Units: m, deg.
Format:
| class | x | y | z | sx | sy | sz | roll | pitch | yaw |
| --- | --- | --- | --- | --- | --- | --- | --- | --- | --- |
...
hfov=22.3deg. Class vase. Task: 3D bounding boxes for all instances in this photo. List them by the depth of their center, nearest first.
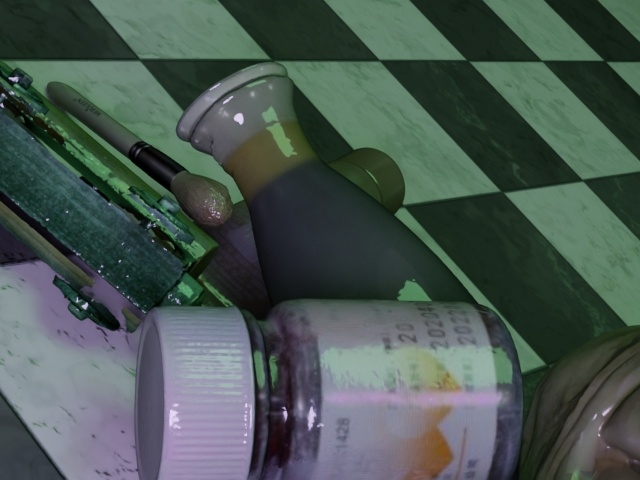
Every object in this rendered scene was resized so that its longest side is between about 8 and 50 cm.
| class | x | y | z | sx | sy | sz | roll | pitch | yaw |
| --- | --- | --- | --- | --- | --- | --- | --- | --- | --- |
| vase | 0.000 | 0.000 | 1.453 | 0.173 | 0.173 | 0.321 | -11 | 64 | -57 |

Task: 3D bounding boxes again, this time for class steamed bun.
| class | x | y | z | sx | sy | sz | roll | pitch | yaw |
| --- | --- | --- | --- | --- | --- | --- | --- | --- | --- |
| steamed bun | 0.358 | 0.207 | 1.449 | 0.339 | 0.247 | 0.352 | 9 | 42 | -1 |

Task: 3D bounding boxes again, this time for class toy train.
| class | x | y | z | sx | sy | sz | roll | pitch | yaw |
| --- | --- | --- | --- | --- | --- | --- | --- | --- | --- |
| toy train | -0.222 | -0.033 | 1.371 | 0.307 | 0.126 | 0.189 | 40 | -6 | 2 |

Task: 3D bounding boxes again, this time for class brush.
| class | x | y | z | sx | sy | sz | roll | pitch | yaw |
| --- | --- | --- | --- | --- | --- | --- | --- | --- | --- |
| brush | -0.173 | -0.085 | 1.496 | 0.042 | 0.039 | 0.299 | 2 | 24 | -43 |

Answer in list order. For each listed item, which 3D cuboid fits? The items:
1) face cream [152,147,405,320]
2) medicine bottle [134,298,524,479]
| class | x | y | z | sx | sy | sz | roll | pitch | yaw |
| --- | --- | --- | --- | --- | --- | --- | --- | --- | --- |
| face cream | -0.031 | -0.007 | 1.596 | 0.137 | 0.084 | 0.341 | 44 | 36 | 10 |
| medicine bottle | 0.003 | 0.126 | 1.235 | 0.273 | 0.165 | 0.165 | 1 | 40 | -16 |
